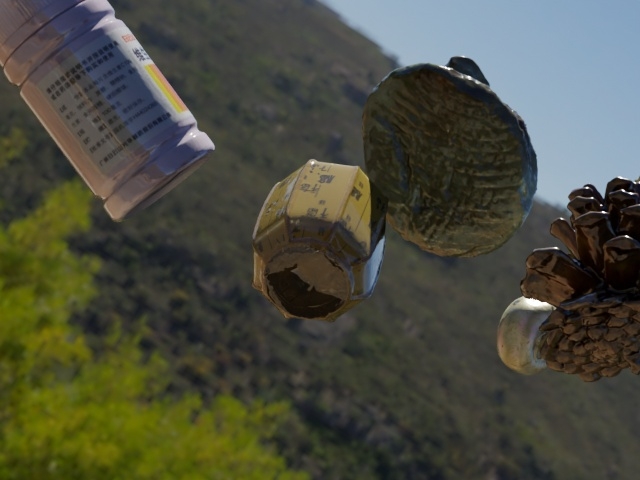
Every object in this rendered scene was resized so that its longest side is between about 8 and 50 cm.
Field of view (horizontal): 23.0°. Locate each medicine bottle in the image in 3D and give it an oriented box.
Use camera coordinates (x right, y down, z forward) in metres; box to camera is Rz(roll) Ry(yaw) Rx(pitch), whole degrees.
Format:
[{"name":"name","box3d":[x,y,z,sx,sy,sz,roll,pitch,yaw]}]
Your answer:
[{"name":"medicine bottle","box3d":[-0.230,-0.153,1.595,0.250,0.133,0.133,52,4,1]}]

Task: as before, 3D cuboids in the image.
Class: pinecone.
[{"name":"pinecone","box3d":[0.266,0.028,1.403,0.150,0.195,0.179,32,-30,8]}]

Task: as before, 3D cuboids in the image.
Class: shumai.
[{"name":"shumai","box3d":[0.186,-0.111,2.061,0.203,0.222,0.272,-4,79,-68]}]

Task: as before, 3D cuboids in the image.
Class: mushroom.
[{"name":"mushroom","box3d":[0.215,0.097,1.580,0.067,0.084,0.083,27,-1,42]}]

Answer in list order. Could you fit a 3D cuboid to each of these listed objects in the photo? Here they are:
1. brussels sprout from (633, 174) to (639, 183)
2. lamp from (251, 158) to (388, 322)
[{"name":"brussels sprout","box3d":[0.365,-0.047,1.555,0.100,0.139,0.181,48,-21,24]},{"name":"lamp","box3d":[0.000,0.000,1.866,0.161,0.161,0.185,32,36,-10]}]
